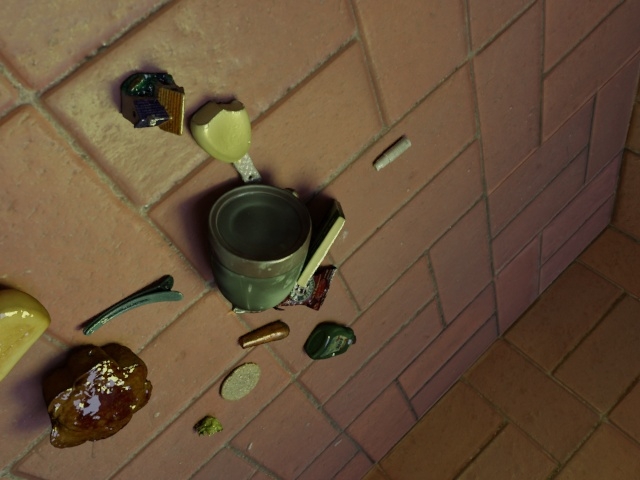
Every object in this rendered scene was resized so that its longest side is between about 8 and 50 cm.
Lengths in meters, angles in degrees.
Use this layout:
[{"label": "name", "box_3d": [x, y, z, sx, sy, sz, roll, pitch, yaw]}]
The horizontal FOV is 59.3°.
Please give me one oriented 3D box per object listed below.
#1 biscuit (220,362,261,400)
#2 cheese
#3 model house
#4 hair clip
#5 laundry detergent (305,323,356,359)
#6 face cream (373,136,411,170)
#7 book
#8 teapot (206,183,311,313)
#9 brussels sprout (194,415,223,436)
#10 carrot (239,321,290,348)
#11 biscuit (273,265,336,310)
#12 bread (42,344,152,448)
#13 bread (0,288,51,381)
[{"label": "biscuit", "box_3d": [-0.251, 0.446, 1.771, 0.152, 0.020, 0.152, -27, 137, -28]}, {"label": "cheese", "box_3d": [-0.187, -0.203, 1.239, 0.127, 0.050, 0.255, -44, 145, -11]}, {"label": "model house", "box_3d": [-0.300, -0.249, 1.032, 0.101, 0.100, 0.087, -14, 131, -39]}, {"label": "hair clip", "box_3d": [-0.435, 0.155, 1.297, 0.230, 0.070, 0.039, -26, 142, -19]}, {"label": "laundry detergent", "box_3d": [0.049, 0.356, 1.966, 0.222, 0.078, 0.144, 15, 111, -54]}, {"label": "face cream", "box_3d": [0.205, -0.248, 1.626, 0.130, 0.034, 0.034, -41, 143, -14]}, {"label": "book", "box_3d": [0.000, 0.000, 1.489, 0.202, 0.027, 0.264, -57, -172, 11]}, {"label": "teapot", "box_3d": [-0.135, 0.023, 1.378, 0.315, 0.233, 0.312, -52, 165, -37]}, {"label": "brussels sprout", "box_3d": [-0.350, 0.582, 1.760, 0.085, 0.058, 0.085, -25, 169, -5]}, {"label": "carrot", "box_3d": [-0.168, 0.286, 1.695, 0.162, 0.055, 0.055, -12, 130, -32]}, {"label": "biscuit", "box_3d": [-0.046, 0.141, 1.684, 0.235, 0.063, 0.151, 10, 102, -45]}, {"label": "bread", "box_3d": [-0.513, 0.348, 1.306, 0.247, 0.135, 0.232, -15, 131, -38]}, {"label": "bread", "box_3d": [-0.629, 0.185, 1.070, 0.217, 0.098, 0.147, -46, 145, -2]}]
